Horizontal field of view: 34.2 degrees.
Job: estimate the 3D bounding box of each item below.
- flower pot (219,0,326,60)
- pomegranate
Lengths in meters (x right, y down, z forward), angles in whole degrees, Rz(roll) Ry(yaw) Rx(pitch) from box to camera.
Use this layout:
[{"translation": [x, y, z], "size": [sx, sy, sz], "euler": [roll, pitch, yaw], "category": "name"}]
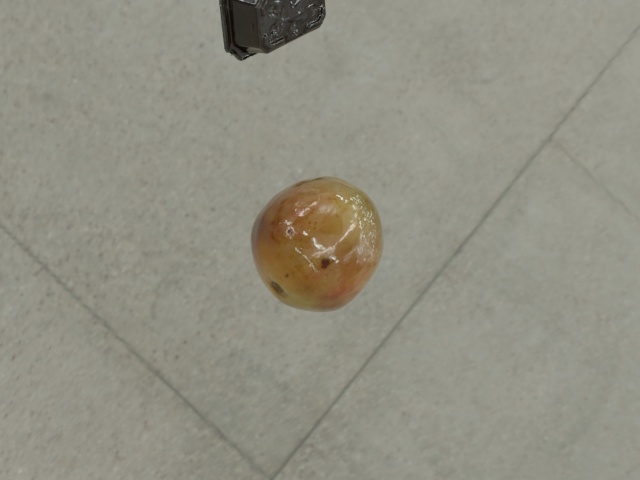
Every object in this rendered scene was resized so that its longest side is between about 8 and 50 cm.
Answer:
[{"translation": [-0.078, -0.453, 2.019], "size": [0.084, 0.178, 0.251], "euler": [23, 42, 33], "category": "flower pot"}, {"translation": [0.000, 0.004, 1.415], "size": [0.191, 0.191, 0.191], "euler": [12, 59, -21], "category": "pomegranate"}]
